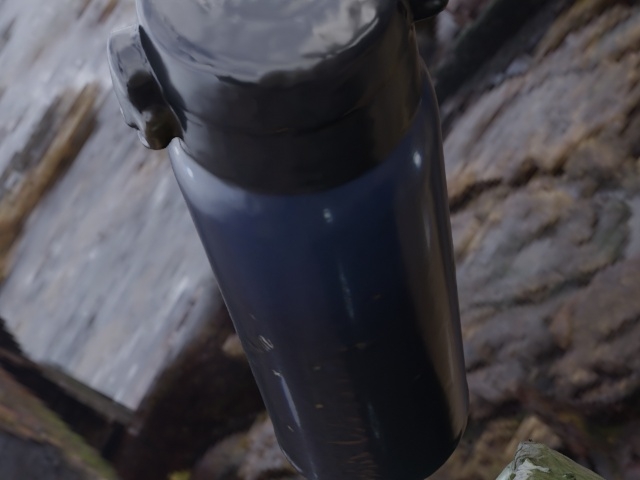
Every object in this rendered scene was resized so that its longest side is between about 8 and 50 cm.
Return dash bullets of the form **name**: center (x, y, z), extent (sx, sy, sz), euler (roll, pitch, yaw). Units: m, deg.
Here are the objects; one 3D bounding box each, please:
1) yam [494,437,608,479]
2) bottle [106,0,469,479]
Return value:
- **yam**: center (0.160, 0.214, 0.499), extent (0.195, 0.300, 0.195), euler (-60, -8, -15)
- **bottle**: center (0.000, 0.000, 0.433), extent (0.082, 0.244, 0.072), euler (-17, 59, -3)
